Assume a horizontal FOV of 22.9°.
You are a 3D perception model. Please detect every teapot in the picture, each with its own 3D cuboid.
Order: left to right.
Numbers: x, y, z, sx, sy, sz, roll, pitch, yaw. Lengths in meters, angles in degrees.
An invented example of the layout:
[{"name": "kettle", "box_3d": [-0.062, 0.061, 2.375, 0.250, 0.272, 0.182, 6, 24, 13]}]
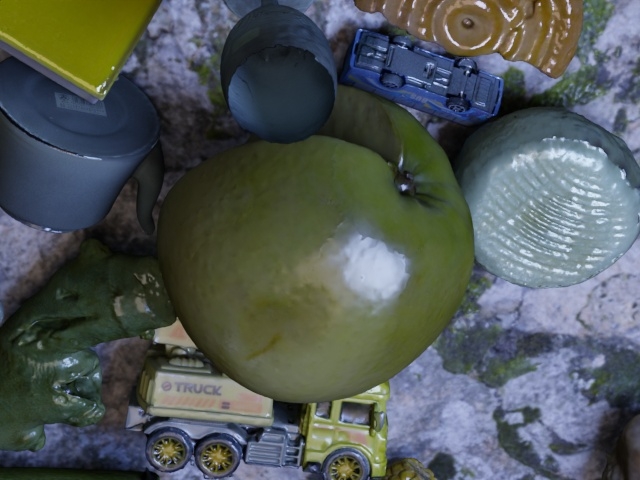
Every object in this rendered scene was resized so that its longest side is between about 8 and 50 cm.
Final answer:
[{"name": "teapot", "box_3d": [-0.258, -0.077, 1.489, 0.239, 0.162, 0.149, 18, 126, -12]}]

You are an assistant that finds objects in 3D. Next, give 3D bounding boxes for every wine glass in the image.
[{"name": "wine glass", "box_3d": [-0.102, -0.228, 1.325, 0.264, 0.309, 0.096, 39, 109, -20]}]

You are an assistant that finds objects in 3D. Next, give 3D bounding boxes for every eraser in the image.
[{"name": "eraser", "box_3d": [-0.249, -0.242, 1.411, 0.226, 0.069, 0.158, 32, 80, -16]}]

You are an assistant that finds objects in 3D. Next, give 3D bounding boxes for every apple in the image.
[{"name": "apple", "box_3d": [0.000, 0.000, 1.455, 0.292, 0.292, 0.254, 39, 130, -21]}]

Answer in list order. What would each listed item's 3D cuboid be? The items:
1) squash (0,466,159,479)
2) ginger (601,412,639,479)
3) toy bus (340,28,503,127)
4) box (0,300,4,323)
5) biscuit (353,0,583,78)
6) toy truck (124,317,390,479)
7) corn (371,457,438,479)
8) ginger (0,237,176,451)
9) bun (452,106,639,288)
[{"name": "squash", "box_3d": [-0.362, 0.363, 1.636, 0.385, 0.263, 0.263, 1, 117, -5]}, {"name": "ginger", "box_3d": [0.443, 0.252, 1.692, 0.304, 0.155, 0.244, -24, 114, 9]}, {"name": "toy bus", "box_3d": [0.096, -0.154, 1.515, 0.153, 0.061, 0.051, 18, 70, -13]}, {"name": "box", "box_3d": [-0.406, 0.057, 1.569, 0.172, 0.093, 0.124, 29, 111, -18]}, {"name": "biscuit", "box_3d": [0.157, -0.240, 1.492, 0.224, 0.033, 0.144, 20, 114, -14]}, {"name": "toy truck", "box_3d": [-0.060, 0.158, 1.632, 0.272, 0.124, 0.157, 8, 106, -4]}, {"name": "corn", "box_3d": [0.031, 0.370, 1.753, 0.106, 0.106, 0.305, 29, 111, -17]}, {"name": "ginger", "box_3d": [-0.253, 0.110, 1.604, 0.137, 0.089, 0.290, 45, 110, 17]}, {"name": "bun", "box_3d": [0.220, -0.049, 1.546, 0.195, 0.118, 0.195, 0, 122, -1]}]
